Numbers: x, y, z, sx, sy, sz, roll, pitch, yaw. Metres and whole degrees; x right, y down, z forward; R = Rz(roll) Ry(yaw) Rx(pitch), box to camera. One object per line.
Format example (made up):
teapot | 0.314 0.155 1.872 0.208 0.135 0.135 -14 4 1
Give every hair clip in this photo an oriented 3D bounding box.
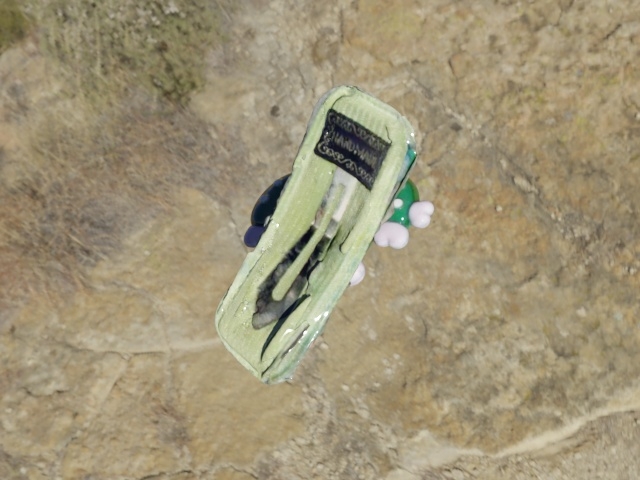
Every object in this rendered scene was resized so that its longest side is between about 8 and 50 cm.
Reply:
hair clip | 0.001 -0.001 0.799 0.138 0.091 0.321 38 106 32

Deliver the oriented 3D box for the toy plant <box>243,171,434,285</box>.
toy plant | 0.020 -0.036 1.027 0.243 0.112 0.232 -39 47 -7
